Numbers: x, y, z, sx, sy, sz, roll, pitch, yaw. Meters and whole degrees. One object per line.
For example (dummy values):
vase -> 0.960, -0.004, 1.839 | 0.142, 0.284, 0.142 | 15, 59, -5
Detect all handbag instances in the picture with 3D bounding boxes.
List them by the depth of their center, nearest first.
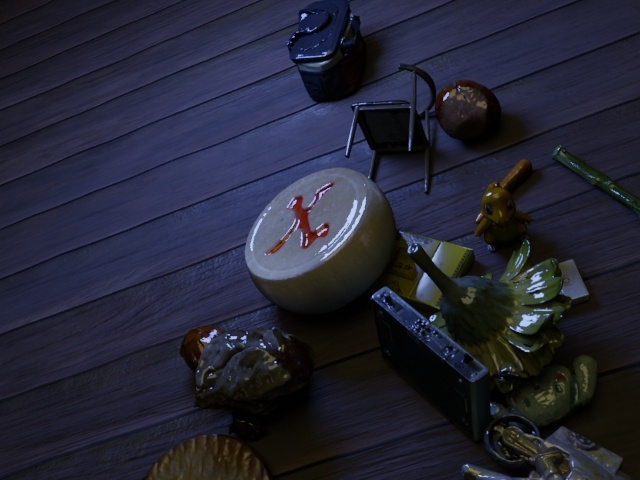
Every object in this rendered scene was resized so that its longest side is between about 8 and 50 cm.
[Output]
handbag -> 0.026, -0.519, 2.046 | 0.181, 0.181, 0.255 | -3, 54, 24

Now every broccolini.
broccolini -> 0.594, -0.086, 1.511 | 0.078, 0.074, 0.392 | -33, 49, -12

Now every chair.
chair -> 0.171, -0.259, 1.776 | 0.166, 0.188, 0.272 | -1, 57, 23

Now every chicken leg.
chicken leg -> -0.194, 0.283, 1.580 | 0.113, 0.093, 0.304 | -29, 51, -16

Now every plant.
plant -> 0.287, 0.137, 1.328 | 0.306, 0.297, 0.261 | -39, 56, 20

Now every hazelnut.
hazelnut -> 0.341, -0.303, 1.771 | 0.154, 0.143, 0.143 | 10, 58, 15

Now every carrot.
carrot -> 0.392, -0.103, 1.650 | 0.190, 0.037, 0.037 | -48, 50, -11

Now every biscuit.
biscuit -> -0.225, 0.517, 1.433 | 0.317, 0.040, 0.318 | -13, 52, 17

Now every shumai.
shumai -> -0.124, 0.227, 1.472 | 0.218, 0.185, 0.184 | 7, 47, -13

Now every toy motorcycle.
toy motorcycle -> 0.388, 0.412, 1.189 | 0.340, 0.108, 0.223 | 24, 60, 29

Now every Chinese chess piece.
Chinese chess piece -> 0.000, 0.000, 1.626 | 0.338, 0.140, 0.338 | -26, 37, 21

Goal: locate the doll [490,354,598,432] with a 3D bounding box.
doll -> 0.388, 0.271, 1.325 | 0.214, 0.071, 0.104 | -27, 54, 11

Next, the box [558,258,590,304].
box -> 0.423, 0.101, 1.476 | 0.166, 0.024, 0.090 | -20, 48, 11

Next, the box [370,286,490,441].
box -> 0.194, 0.219, 1.369 | 0.045, 0.211, 0.270 | -32, 47, -20

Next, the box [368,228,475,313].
box -> 0.170, 0.054, 1.622 | 0.279, 0.041, 0.153 | 17, 62, 35

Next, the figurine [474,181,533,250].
figurine -> 0.358, -0.066, 1.532 | 0.121, 0.176, 0.122 | -14, 66, 12
